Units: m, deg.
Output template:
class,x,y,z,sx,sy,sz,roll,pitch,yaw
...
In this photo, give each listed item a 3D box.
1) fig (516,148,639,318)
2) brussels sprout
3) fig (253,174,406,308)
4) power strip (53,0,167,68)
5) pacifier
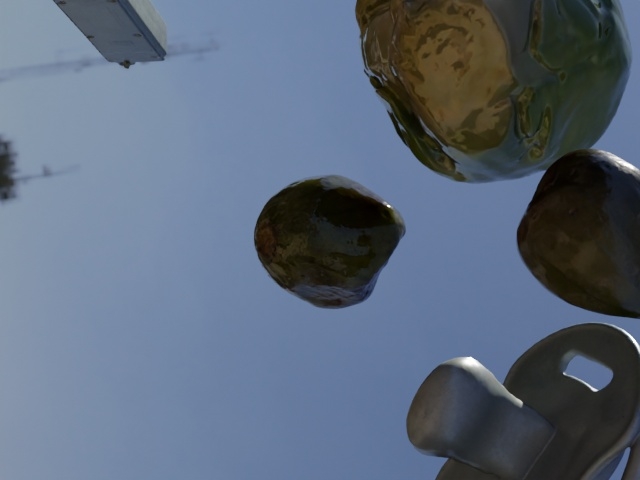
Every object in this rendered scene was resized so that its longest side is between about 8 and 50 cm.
class,x,y,z,sx,sy,sz,roll,pitch,yaw
fig,0.264,-0.002,1.141,0.133,0.185,0.126,-48,154,-61
brussels sprout,0.163,-0.200,1.368,0.268,0.344,0.344,-47,-133,22
fig,0.000,0.000,1.423,0.154,0.165,0.144,31,-75,50
power strip,-0.226,-0.249,1.444,0.272,0.078,0.052,58,31,-80
pacifier,0.167,0.173,1.177,0.279,0.207,0.227,-55,-158,-4
